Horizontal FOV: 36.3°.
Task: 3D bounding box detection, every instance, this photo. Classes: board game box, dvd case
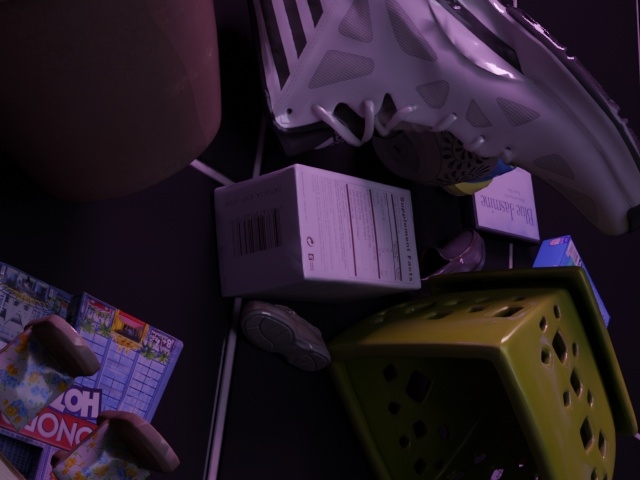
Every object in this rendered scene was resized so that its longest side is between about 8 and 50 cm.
[{"bbox_3d":[0.337,0.119,1.366,0.160,0.047,0.210,59,40,-22],"label":"board game box"},{"bbox_3d":[-0.198,0.129,0.667,0.194,0.060,0.194,34,53,-41],"label":"board game box"},{"bbox_3d":[0.237,-0.123,1.338,0.180,0.022,0.253,10,71,-51],"label":"dvd case"}]

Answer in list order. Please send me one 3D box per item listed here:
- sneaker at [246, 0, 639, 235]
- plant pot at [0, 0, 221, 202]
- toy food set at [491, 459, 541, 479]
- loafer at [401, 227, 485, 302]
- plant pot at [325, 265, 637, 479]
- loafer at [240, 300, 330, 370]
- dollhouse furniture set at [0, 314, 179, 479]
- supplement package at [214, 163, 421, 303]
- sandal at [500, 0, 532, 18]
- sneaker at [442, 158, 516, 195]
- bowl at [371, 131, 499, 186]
[{"bbox_3d":[0.101,-0.125,0.958,0.447,0.257,0.169,48,4,2],"label":"sneaker"},{"bbox_3d":[-0.169,-0.159,0.672,0.263,0.263,0.229,-61,142,-42],"label":"plant pot"},{"bbox_3d":[0.270,0.279,1.180,0.111,0.104,0.232,35,52,-40],"label":"toy food set"},{"bbox_3d":[0.144,0.030,1.139,0.061,0.062,0.170,57,40,-18],"label":"loafer"},{"bbox_3d":[0.176,0.149,0.976,0.207,0.227,0.228,-35,109,-41],"label":"plant pot"},{"bbox_3d":[-0.035,0.083,0.913,0.125,0.045,0.039,41,31,-45],"label":"loafer"},{"bbox_3d":[-0.215,0.112,0.510,0.212,0.161,0.242,-42,102,-25],"label":"dollhouse furniture set"},{"bbox_3d":[0.000,0.000,0.925,0.179,0.105,0.105,9,72,-51],"label":"supplement package"},{"bbox_3d":[0.286,-0.303,1.414,0.254,0.054,0.097,52,26,-27],"label":"sandal"},{"bbox_3d":[0.165,-0.169,1.174,0.240,0.126,0.091,57,41,-23],"label":"sneaker"},{"bbox_3d":[0.110,-0.119,1.085,0.080,0.170,0.170,-38,110,-27],"label":"bowl"}]
